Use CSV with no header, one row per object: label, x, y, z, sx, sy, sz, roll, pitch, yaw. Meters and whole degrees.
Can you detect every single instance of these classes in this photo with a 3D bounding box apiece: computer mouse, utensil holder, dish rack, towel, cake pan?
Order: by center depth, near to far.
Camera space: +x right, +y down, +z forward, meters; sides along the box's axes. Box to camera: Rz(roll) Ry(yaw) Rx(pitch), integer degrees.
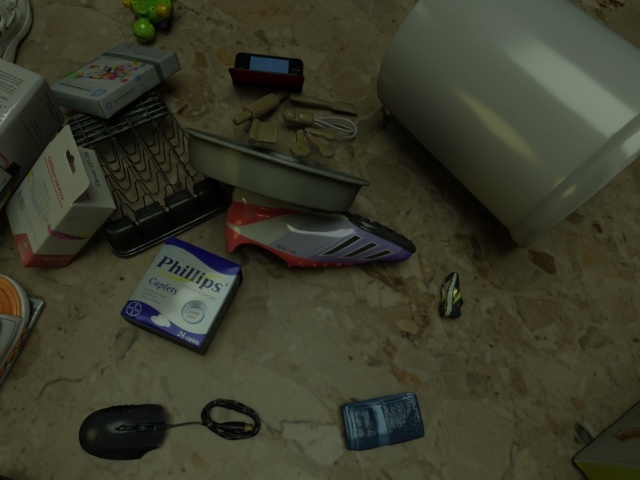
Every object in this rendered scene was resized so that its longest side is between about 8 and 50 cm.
computer mouse,-0.204,0.256,0.577,0.242,0.041,0.071,-2,65,-9
towel,0.093,0.267,0.620,0.119,0.029,0.067,-6,68,-11
cake pan,-0.070,-0.108,0.654,0.293,0.293,0.054,17,101,0
utensil holder,0.334,-0.236,0.719,0.327,0.328,0.385,-35,74,-20
dish rack,-0.311,-0.130,0.722,0.208,0.074,0.272,-29,71,-20

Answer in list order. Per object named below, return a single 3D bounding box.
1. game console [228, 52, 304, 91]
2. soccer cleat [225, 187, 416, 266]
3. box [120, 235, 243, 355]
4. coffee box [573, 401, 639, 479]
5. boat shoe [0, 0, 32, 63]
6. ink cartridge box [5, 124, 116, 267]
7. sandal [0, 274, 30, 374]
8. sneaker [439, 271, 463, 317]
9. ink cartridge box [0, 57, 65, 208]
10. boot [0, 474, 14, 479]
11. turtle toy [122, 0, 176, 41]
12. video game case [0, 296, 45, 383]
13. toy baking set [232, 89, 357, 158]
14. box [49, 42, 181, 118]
game console,-0.104,-0.349,0.839,0.143,0.085,0.124,4,66,-7
soccer cleat,0.000,0.000,0.701,0.318,0.108,0.117,15,92,-8
box,-0.203,0.083,0.638,0.126,0.072,0.137,23,64,2
coffee box,0.620,0.337,0.491,0.334,0.338,0.338,-25,72,-17
boat shoe,-0.626,-0.425,0.794,0.098,0.096,0.277,-5,67,-9
ink cartridge box,-0.376,-0.060,0.618,0.198,0.067,0.115,-37,71,25
sandal,-0.475,0.163,0.548,0.101,0.076,0.265,7,65,-5
sneaker,0.227,0.095,0.719,0.035,0.031,0.083,23,68,-12
ink cartridge box,-0.543,-0.137,0.586,0.201,0.117,0.278,22,65,-7
boot,-0.318,0.380,0.476,0.305,0.112,0.115,28,55,7
turtle toy,-0.352,-0.472,0.870,0.095,0.066,0.130,14,65,-2
video game case,-0.473,0.135,0.610,0.087,0.011,0.122,15,65,-1
toy baking set,-0.037,-0.226,0.806,0.196,0.030,0.256,29,46,8
box,-0.373,-0.296,0.763,0.145,0.038,0.186,19,54,24
